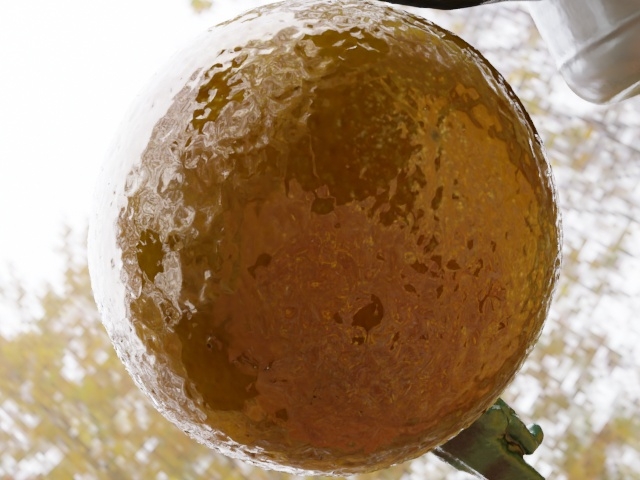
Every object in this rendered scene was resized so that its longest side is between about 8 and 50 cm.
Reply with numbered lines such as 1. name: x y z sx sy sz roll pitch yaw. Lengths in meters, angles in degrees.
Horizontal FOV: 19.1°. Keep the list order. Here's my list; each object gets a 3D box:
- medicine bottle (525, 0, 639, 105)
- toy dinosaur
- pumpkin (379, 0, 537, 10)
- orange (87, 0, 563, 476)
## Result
1. medicine bottle: 0.261 -0.292 1.585 0.245 0.245 0.306 -23 -95 -27
2. toy dinosaur: 0.116 0.133 1.477 0.292 0.120 0.079 41 -64 -10
3. pumpkin: 0.087 -0.292 0.695 0.454 0.344 0.454 -21 -38 -18
4. orange: 0.000 0.000 1.059 0.274 0.274 0.274 -17 -59 -30
